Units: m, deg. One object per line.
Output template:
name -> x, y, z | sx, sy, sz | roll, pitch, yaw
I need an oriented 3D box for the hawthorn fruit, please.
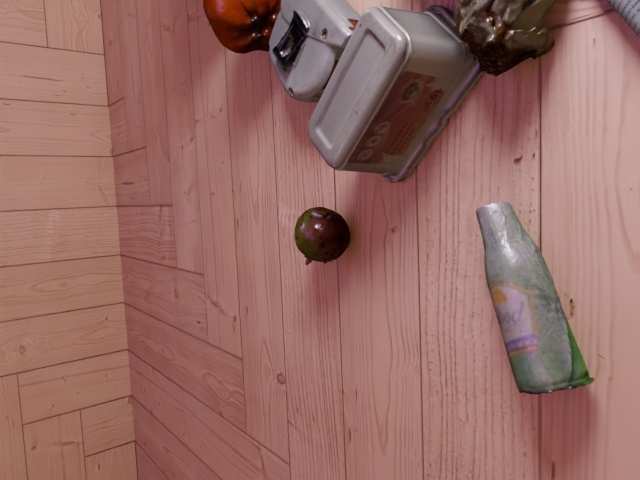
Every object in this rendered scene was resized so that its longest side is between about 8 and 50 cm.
hawthorn fruit -> -0.170, -0.578, 1.202 | 0.224, 0.224, 0.260 | -52, 44, 42

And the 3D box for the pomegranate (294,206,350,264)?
pomegranate -> 0.004, 0.003, 1.132 | 0.129, 0.129, 0.159 | 33, 140, 45

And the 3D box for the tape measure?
tape measure -> -0.011, -0.422, 1.079 | 0.243, 0.125, 0.246 | 59, 136, 28

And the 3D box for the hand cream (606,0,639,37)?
hand cream -> 0.398, -0.295, 0.618 | 0.085, 0.058, 0.331 | 84, 162, -67

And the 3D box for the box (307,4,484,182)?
box -> 0.114, -0.256, 0.896 | 0.175, 0.183, 0.311 | 59, 137, 29

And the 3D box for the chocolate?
chocolate -> 0.308, 0.080, 0.766 | 0.110, 0.110, 0.291 | -32, 68, 50

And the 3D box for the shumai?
shumai -> 0.285, -0.328, 0.711 | 0.142, 0.184, 0.184 | 54, 139, 0
